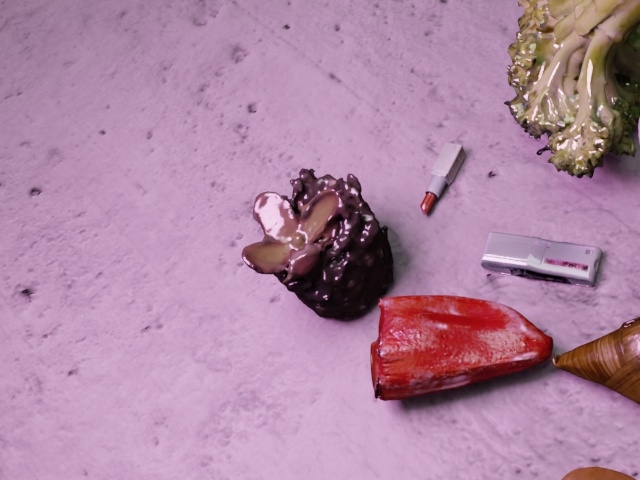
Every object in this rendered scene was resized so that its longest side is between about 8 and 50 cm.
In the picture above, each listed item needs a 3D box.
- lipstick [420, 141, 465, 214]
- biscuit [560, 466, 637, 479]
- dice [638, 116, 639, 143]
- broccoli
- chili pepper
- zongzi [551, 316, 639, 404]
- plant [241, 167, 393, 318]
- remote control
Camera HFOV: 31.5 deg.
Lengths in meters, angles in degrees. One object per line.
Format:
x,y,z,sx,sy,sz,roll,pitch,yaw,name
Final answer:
0.185,-0.093,1.768,0.030,0.030,0.129,16,64,29,lipstick
0.351,0.457,1.301,0.394,0.076,0.368,-45,54,-11,biscuit
0.573,-0.112,1.448,0.251,0.259,0.243,-27,52,29,dice
0.409,-0.341,1.641,0.275,0.397,0.353,-17,44,-22,broccoli
0.192,0.139,1.573,0.253,0.136,0.144,-5,10,6,chili pepper
0.445,0.208,1.413,0.288,0.134,0.286,-23,55,23,zongzi
0.000,0.000,1.659,0.204,0.234,0.178,-42,47,-3,plant
0.316,0.025,1.637,0.166,0.029,0.065,9,60,26,remote control
